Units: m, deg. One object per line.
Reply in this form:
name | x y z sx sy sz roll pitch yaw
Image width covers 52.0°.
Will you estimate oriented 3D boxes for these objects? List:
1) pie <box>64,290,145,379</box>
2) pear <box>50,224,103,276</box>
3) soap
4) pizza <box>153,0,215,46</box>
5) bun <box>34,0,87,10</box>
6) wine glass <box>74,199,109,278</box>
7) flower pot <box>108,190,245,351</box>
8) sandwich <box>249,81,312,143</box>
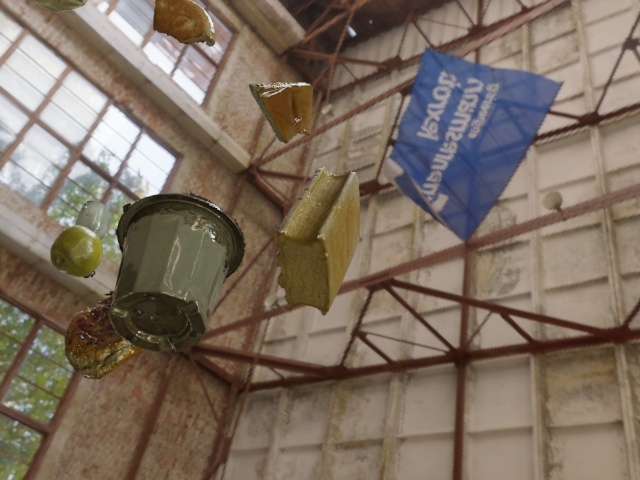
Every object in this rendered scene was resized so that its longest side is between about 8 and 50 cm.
pie | -0.537 0.223 1.737 0.309 0.085 0.308 -11 -144 9
pear | -0.916 0.040 2.480 0.198 0.198 0.198 -32 -146 25
soap | 0.000 0.000 1.834 0.156 0.293 0.335 7 -142 17
pizza | -0.391 -0.621 1.858 0.271 0.056 0.134 31 -100 23
bun | -0.778 -0.807 2.031 0.259 0.160 0.259 -27 -142 23
wine glass | -0.972 -0.009 2.742 0.144 0.143 0.320 -20 -130 38
flower pot | -0.304 0.079 1.353 0.290 0.290 0.259 -31 -145 26
sandwich | -0.136 -0.448 2.320 0.063 0.245 0.211 24 -62 49
